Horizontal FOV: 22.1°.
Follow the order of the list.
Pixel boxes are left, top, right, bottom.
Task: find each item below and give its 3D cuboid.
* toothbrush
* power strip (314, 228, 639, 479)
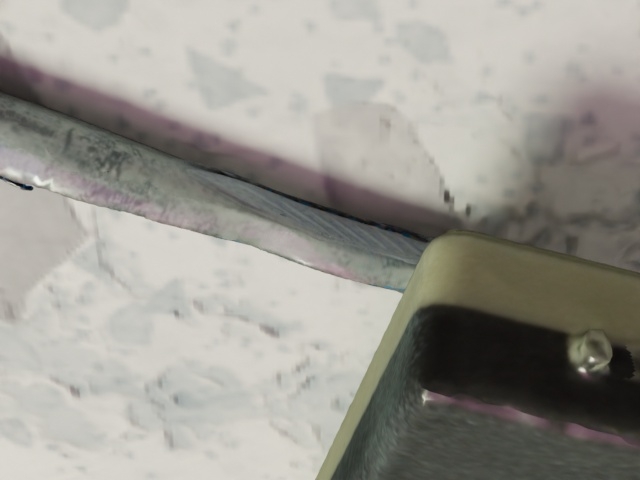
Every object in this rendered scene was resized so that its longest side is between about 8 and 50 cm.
[{"bbox_3d":[0.000,0.000,0.577,0.413,0.035,0.042,18,113,-10],"label":"toothbrush"},{"bbox_3d":[0.061,0.083,0.584,0.105,0.070,0.257,12,151,-4],"label":"power strip"}]
